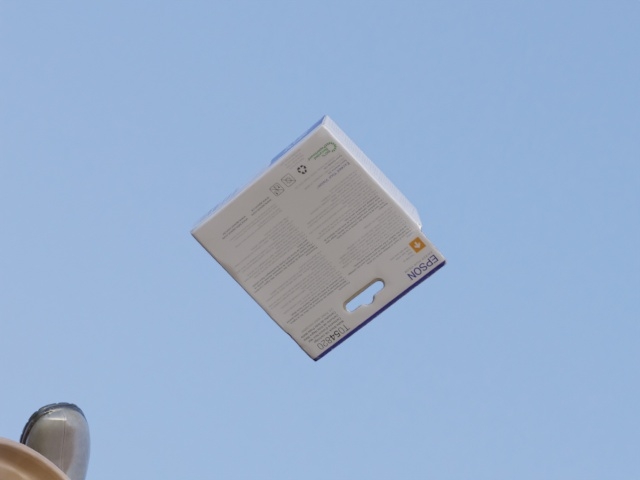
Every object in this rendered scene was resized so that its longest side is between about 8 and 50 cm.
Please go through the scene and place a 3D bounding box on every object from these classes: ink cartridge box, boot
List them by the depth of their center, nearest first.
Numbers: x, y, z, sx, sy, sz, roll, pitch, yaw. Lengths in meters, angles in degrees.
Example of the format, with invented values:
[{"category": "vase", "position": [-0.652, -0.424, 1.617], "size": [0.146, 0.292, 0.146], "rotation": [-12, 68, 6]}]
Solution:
[{"category": "boot", "position": [-0.271, 0.313, 2.003], "size": [0.161, 0.083, 0.246], "rotation": [47, -45, 48]}, {"category": "ink cartridge box", "position": [0.000, 0.000, 2.155], "size": [0.223, 0.045, 0.224], "rotation": [-38, -77, 22]}]

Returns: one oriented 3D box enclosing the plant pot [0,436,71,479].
[{"category": "plant pot", "position": [-0.314, 0.319, 1.799], "size": [0.110, 0.237, 0.237], "rotation": [-37, -68, 21]}]
